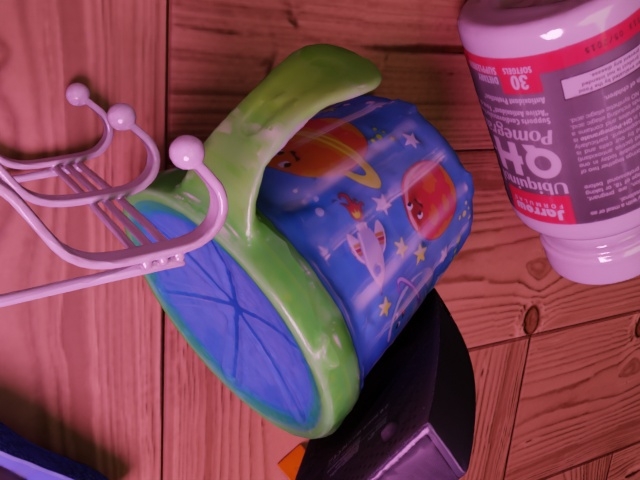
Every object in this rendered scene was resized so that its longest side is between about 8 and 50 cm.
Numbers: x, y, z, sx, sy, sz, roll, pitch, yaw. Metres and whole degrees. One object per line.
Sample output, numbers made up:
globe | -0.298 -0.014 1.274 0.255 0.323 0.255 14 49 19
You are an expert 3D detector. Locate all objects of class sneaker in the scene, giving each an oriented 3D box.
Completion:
sneaker | -0.259 0.204 0.555 0.090 0.081 0.232 -53 128 -14

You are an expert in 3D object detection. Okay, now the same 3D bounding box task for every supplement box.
supplement box | 0.001 0.277 0.760 0.036 0.062 0.098 -39 124 -16

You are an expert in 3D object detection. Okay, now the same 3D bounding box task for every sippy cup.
sippy cup | 0.000 0.000 0.571 0.224 0.305 0.240 -38 95 -28

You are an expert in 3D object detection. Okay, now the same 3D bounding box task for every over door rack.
over door rack | -0.246 -0.015 0.385 0.324 0.239 0.108 -25 120 -23

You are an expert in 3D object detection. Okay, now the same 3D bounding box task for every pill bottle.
pill bottle | 0.266 -0.113 0.713 0.176 0.176 0.318 -37 123 -16

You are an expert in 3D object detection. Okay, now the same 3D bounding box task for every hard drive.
hard drive | 0.050 0.141 0.541 0.054 0.255 0.172 41 107 -2
